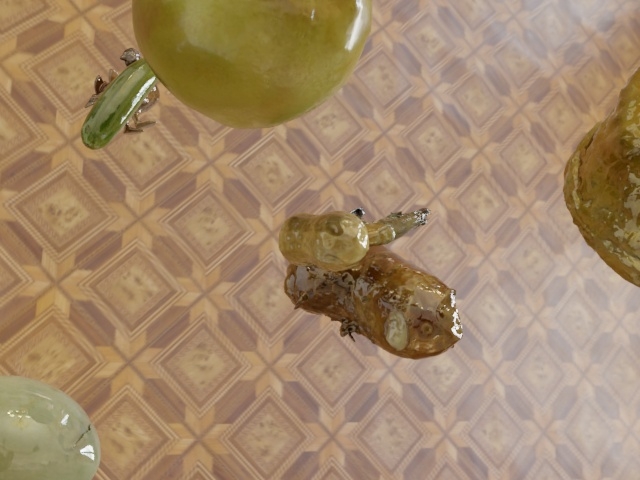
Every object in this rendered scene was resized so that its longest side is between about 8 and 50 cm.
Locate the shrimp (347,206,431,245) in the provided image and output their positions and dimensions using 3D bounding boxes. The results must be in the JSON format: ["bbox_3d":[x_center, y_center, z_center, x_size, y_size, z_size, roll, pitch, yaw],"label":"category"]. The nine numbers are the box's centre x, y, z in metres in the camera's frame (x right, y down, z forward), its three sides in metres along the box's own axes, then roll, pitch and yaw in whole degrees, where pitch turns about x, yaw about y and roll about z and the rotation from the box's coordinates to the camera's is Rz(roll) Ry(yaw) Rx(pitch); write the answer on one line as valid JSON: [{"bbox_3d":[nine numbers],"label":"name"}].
[{"bbox_3d":[0.107,-0.037,1.302,0.217,0.150,0.051,-17,114,-31],"label":"shrimp"}]

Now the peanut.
[{"bbox_3d":[0.000,0.000,1.079,0.098,0.229,0.103,-49,114,-19],"label":"peanut"}]

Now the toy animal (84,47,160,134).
[{"bbox_3d":[-0.404,-0.309,1.380,0.188,0.089,0.179,-13,90,-54],"label":"toy animal"}]

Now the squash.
[{"bbox_3d":[-0.361,-0.267,1.255,0.066,0.066,0.252,35,61,-13],"label":"squash"}]

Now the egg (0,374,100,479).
[{"bbox_3d":[-0.416,0.273,0.897,0.253,0.186,0.186,11,71,4],"label":"egg"}]

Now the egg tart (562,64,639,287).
[{"bbox_3d":[0.438,-0.095,0.727,0.352,0.153,0.339,-36,50,-2],"label":"egg tart"}]

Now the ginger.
[{"bbox_3d":[0.083,0.111,1.334,0.254,0.418,0.176,-18,124,-29],"label":"ginger"}]

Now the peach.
[{"bbox_3d":[-0.088,-0.294,0.853,0.282,0.316,0.314,-16,122,-31],"label":"peach"}]
